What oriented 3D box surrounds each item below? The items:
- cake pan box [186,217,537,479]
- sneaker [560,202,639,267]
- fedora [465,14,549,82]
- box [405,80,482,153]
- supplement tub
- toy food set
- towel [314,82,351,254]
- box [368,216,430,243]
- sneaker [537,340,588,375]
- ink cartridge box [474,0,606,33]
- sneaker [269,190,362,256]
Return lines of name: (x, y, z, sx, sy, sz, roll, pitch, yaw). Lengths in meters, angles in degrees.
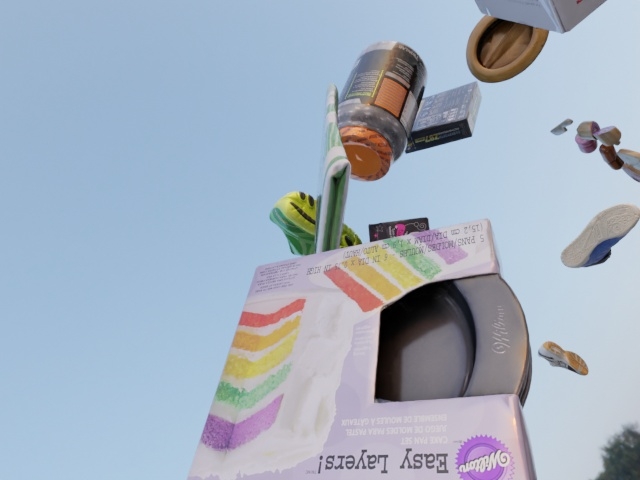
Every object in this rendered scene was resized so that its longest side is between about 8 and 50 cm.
cake pan box: (0.039, 0.107, 0.401, 0.070, 0.266, 0.246, 58, -149, -39)
sneaker: (0.517, -0.005, 0.851, 0.084, 0.058, 0.152, 6, -50, -46)
fedora: (0.441, -0.455, 1.090, 0.079, 0.194, 0.194, 8, -76, -51)
box: (0.329, -0.335, 1.264, 0.059, 0.183, 0.233, 60, -142, -29)
supplement tub: (0.133, -0.308, 1.116, 0.193, 0.193, 0.316, 52, -130, -42)
toy food set: (0.312, -0.097, 0.495, 0.019, 0.122, 0.078, -56, -7, 6)
towel: (0.016, -0.091, 0.771, 0.038, 0.325, 0.248, 4, -56, -2)
box: (0.200, 0.088, 1.088, 0.163, 0.142, 0.247, 39, -134, -74)
sneaker: (0.416, 0.206, 0.801, 0.032, 0.083, 0.037, -43, -19, -41)
ink cartridge box: (0.236, -0.405, 0.488, 0.198, 0.197, 0.270, -39, -58, 11)
sneaker: (0.000, 0.000, 1.102, 0.295, 0.123, 0.109, 46, -128, -24)
